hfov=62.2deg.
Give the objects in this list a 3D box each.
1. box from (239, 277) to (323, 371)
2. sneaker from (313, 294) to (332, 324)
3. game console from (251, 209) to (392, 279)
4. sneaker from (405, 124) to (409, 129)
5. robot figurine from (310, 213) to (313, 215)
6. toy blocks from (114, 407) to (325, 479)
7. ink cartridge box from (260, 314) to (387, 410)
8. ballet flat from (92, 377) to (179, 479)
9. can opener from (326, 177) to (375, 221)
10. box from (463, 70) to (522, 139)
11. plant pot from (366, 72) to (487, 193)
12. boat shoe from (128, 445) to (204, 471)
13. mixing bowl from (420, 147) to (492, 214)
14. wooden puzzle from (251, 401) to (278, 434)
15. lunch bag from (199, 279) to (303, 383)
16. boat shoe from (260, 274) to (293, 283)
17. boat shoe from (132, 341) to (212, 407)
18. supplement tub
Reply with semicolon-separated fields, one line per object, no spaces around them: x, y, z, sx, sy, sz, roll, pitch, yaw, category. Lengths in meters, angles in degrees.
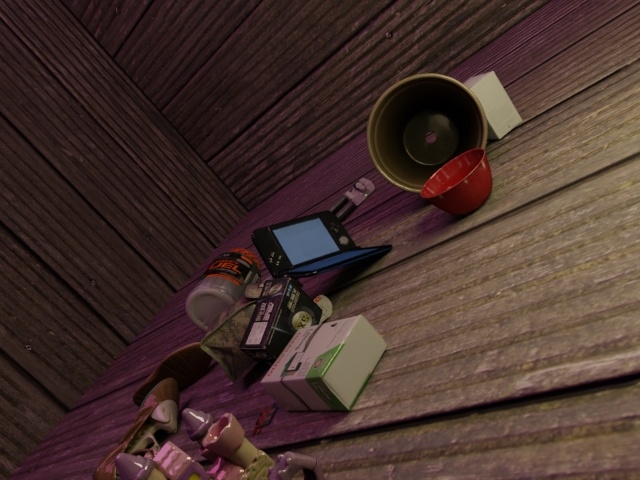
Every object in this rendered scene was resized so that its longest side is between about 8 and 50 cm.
-0.084;0.199;1.202;0.077;0.147;0.180;-8;48;35;box
-0.023;0.200;1.340;0.065;0.061;0.158;-37;12;41;sneaker
0.000;0.000;1.452;0.293;0.250;0.173;-17;-27;-33;game console
0.310;-0.340;1.805;0.084;0.083;0.215;-33;-29;3;sneaker
-0.028;-0.055;2.105;0.115;0.067;0.101;-57;-7;-47;robot figurine
-0.198;0.391;0.802;0.289;0.260;0.308;-49;16;-31;toy blocks
0.002;0.247;1.052;0.219;0.093;0.160;-23;22;50;ink cartridge box
-0.470;0.531;1.446;0.124;0.116;0.342;-2;37;37;ballet flat
0.100;-0.130;2.032;0.280;0.074;0.093;-43;-20;-14;can opener
0.480;-0.388;1.547;0.091;0.171;0.130;-38;15;-4;box
0.315;-0.305;1.559;0.323;0.323;0.280;-37;-2;16;plant pot
-0.361;0.516;1.184;0.302;0.098;0.109;-23;22;51;boat shoe
0.343;-0.127;1.275;0.181;0.098;0.181;-39;14;12;mixing bowl
-0.118;0.381;1.142;0.049;0.006;0.083;-31;17;36;wooden puzzle
-0.166;0.211;1.439;0.287;0.169;0.235;-40;7;-1;lunch bag
-0.123;0.125;1.817;0.227;0.079;0.081;-45;23;5;boat shoe
-0.476;0.424;1.746;0.342;0.123;0.123;-43;14;19;boat shoe
-0.341;0.175;1.950;0.207;0.207;0.338;-35;15;23;supplement tub
